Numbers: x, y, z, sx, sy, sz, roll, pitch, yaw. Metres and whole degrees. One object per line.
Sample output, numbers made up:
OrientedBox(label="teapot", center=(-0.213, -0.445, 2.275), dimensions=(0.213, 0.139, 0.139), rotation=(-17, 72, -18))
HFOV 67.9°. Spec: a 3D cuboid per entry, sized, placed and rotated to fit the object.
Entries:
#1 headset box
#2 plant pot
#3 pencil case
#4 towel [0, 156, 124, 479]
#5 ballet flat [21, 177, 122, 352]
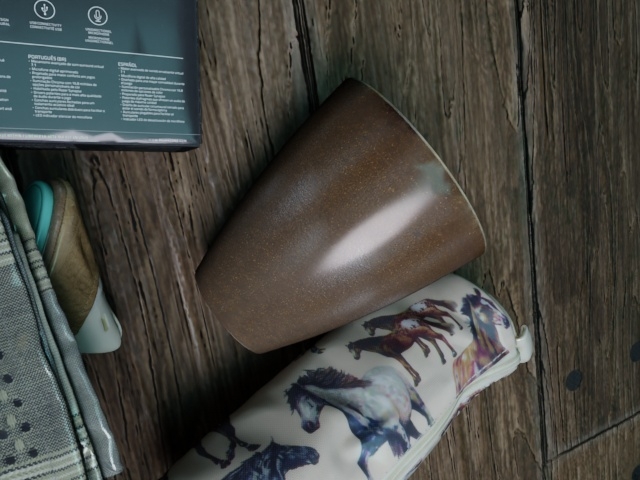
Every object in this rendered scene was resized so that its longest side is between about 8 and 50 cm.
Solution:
OrientedBox(label="headset box", center=(-0.227, -0.213, 0.365), dimensions=(0.247, 0.131, 0.282), rotation=(-4, 100, -22))
OrientedBox(label="plant pot", center=(0.000, 0.000, 0.474), dimensions=(0.230, 0.215, 0.215), rotation=(-38, 111, 2))
OrientedBox(label="pencil case", center=(0.037, 0.185, 0.473), dimensions=(0.410, 0.184, 0.159), rotation=(-34, 134, -29))
OrientedBox(label="towel", center=(-0.318, 0.127, 0.340), dimensions=(0.325, 0.056, 0.311), rotation=(-18, 88, 4))
OrientedBox(label="ballet flat", center=(-0.258, 0.116, 0.425), dimensions=(0.124, 0.116, 0.342), rotation=(25, 88, -45))
